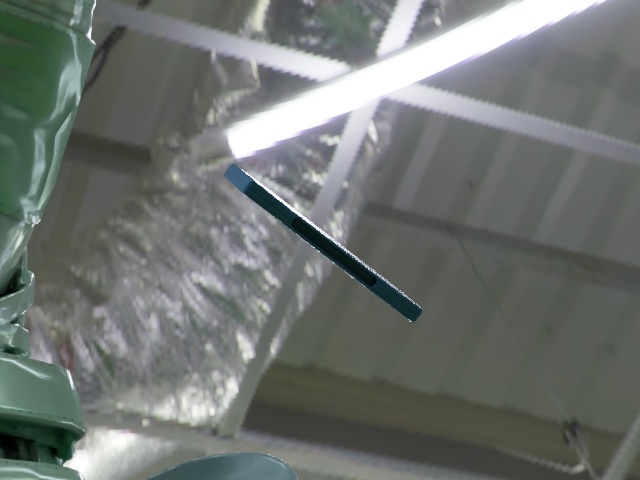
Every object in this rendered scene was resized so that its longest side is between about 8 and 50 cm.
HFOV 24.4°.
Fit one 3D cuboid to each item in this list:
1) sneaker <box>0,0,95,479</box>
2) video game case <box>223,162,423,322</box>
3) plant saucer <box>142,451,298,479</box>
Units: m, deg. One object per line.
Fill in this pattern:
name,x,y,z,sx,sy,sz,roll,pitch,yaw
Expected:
sneaker,-0.084,0.019,0.314,0.094,0.256,0.151,15,-71,-45
video game case,0.000,0.000,1.147,0.166,0.119,0.015,38,-90,-13
plant saucer,-0.104,0.240,1.198,0.195,0.195,0.037,-18,-70,3
